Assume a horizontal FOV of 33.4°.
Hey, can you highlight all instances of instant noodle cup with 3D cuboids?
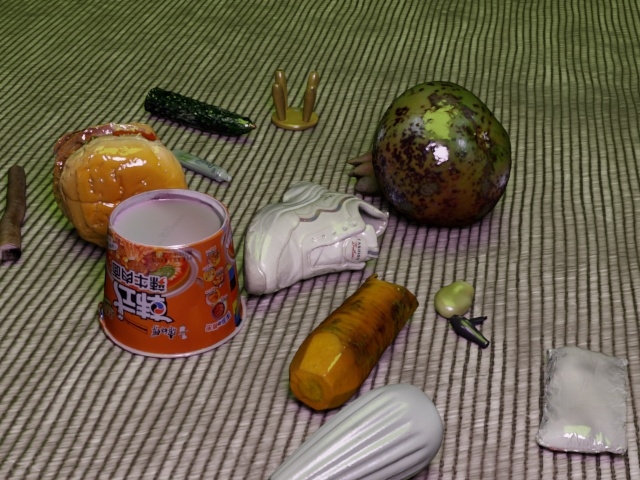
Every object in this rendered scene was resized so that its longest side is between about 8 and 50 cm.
[{"bbox_3d":[-0.246,0.042,1.746,0.250,0.192,0.250,1,30,-1],"label":"instant noodle cup"}]

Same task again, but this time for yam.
[{"bbox_3d":[-0.588,-0.057,2.036,0.045,0.045,0.327,-31,32,6],"label":"yam"}]

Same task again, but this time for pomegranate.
[{"bbox_3d":[0.195,-0.147,2.066,0.340,0.285,0.285,-15,12,47],"label":"pomegranate"}]

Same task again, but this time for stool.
[{"bbox_3d":[-0.057,-0.323,2.443,0.134,0.111,0.135,-24,39,-35],"label":"stool"}]

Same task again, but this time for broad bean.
[{"bbox_3d":[0.229,0.101,1.824,0.063,0.045,0.083,33,49,23],"label":"broad bean"}]

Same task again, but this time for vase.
[{"bbox_3d":[0.043,0.290,1.429,0.248,0.128,0.128,-26,40,-24],"label":"vase"}]

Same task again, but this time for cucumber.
[{"bbox_3d":[-0.269,-0.282,2.409,0.293,0.068,0.067,20,35,25],"label":"cucumber"}]

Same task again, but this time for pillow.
[{"bbox_3d":[0.396,0.237,1.600,0.128,0.051,0.229,7,33,13],"label":"pillow"}]

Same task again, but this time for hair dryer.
[{"bbox_3d":[0.264,0.144,1.774,0.079,0.031,0.083,38,37,30],"label":"hair dryer"}]

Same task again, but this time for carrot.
[{"bbox_3d":[0.055,0.151,1.666,0.114,0.114,0.302,16,33,22],"label":"carrot"}]

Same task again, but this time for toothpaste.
[{"bbox_3d":[-0.257,-0.158,2.238,0.197,0.029,0.048,24,37,37],"label":"toothpaste"}]

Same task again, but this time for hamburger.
[{"bbox_3d":[-0.367,-0.097,1.942,0.244,0.245,0.163,-8,36,-16],"label":"hamburger"}]

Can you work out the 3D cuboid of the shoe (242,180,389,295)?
[{"bbox_3d":[0.000,0.000,1.889,0.210,0.132,0.342,11,29,19],"label":"shoe"}]
